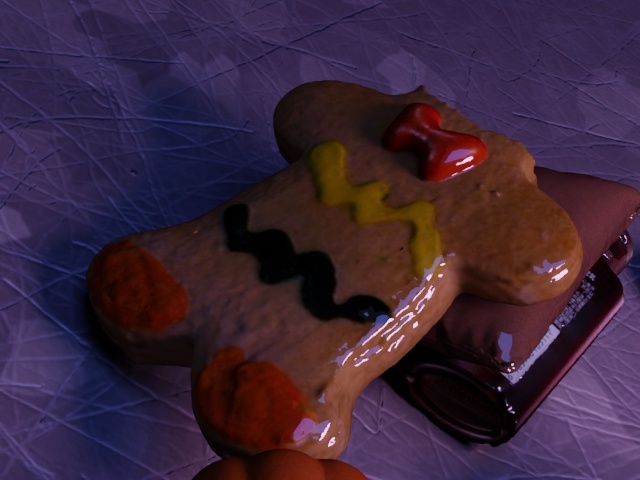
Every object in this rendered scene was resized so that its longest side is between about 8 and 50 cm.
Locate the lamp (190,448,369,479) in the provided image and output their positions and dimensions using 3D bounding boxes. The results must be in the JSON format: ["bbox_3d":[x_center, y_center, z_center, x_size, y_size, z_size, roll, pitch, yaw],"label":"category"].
[{"bbox_3d":[-0.032,0.261,1.171,0.223,0.223,0.196,15,27,-12],"label":"lamp"}]

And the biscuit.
[{"bbox_3d":[0.000,0.000,1.395,0.394,0.076,0.368,-35,48,-18],"label":"biscuit"}]

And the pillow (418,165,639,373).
[{"bbox_3d":[0.112,0.005,1.509,0.307,0.108,0.305,12,37,30],"label":"pillow"}]

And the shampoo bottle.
[{"bbox_3d":[0.212,0.076,1.562,0.129,0.084,0.323,26,40,21],"label":"shampoo bottle"}]
